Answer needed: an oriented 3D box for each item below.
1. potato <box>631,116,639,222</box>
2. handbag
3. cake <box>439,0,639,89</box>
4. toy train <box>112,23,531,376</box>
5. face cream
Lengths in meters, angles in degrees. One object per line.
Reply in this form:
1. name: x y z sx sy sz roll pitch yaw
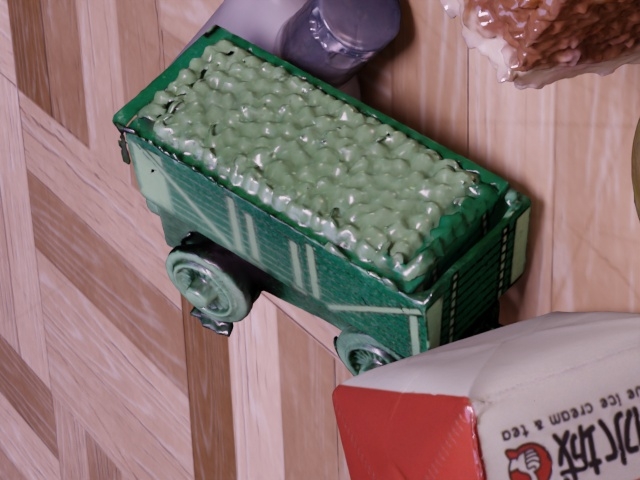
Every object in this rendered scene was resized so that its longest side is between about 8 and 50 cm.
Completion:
1. potato: 0.211 -0.028 0.777 0.149 0.113 0.251 67 163 -4
2. handbag: 0.129 0.194 0.998 0.151 0.171 0.298 0 104 62
3. cake: 0.116 -0.156 0.860 0.135 0.134 0.147 64 146 23
4. toy train: 0.000 0.000 1.130 0.269 0.115 0.154 31 151 26
5. face cream: -0.029 -0.096 1.253 0.144 0.071 0.291 67 155 8
